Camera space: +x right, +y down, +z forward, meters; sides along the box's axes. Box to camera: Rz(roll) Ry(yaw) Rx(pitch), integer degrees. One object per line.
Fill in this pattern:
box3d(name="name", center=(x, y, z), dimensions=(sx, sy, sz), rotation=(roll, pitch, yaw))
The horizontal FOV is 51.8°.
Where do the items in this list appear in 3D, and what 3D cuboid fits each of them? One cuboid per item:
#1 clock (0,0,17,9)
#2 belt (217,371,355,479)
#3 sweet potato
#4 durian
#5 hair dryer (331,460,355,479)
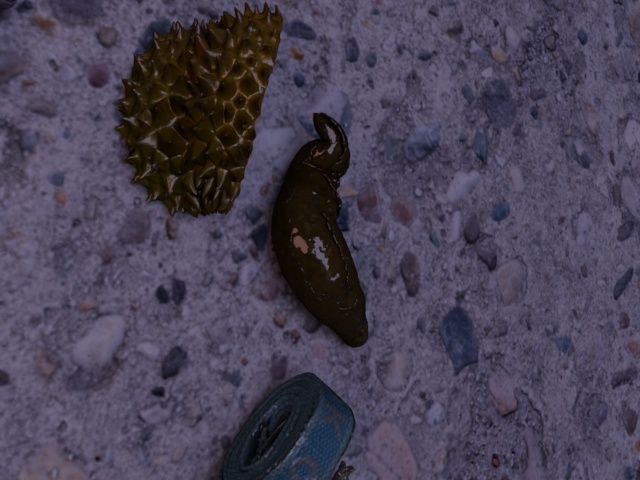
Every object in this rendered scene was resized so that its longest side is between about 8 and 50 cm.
box3d(name="clock", center=(-0.379, -0.217, 0.602), dimensions=(0.176, 0.080, 0.117), rotation=(19, 74, -42))
box3d(name="belt", center=(-0.037, 0.236, 0.743), dimensions=(0.163, 0.147, 0.082), rotation=(-42, 107, 1))
box3d(name="sweet potato", center=(-0.003, -0.002, 0.820), dimensions=(0.124, 0.098, 0.310), rotation=(-13, 95, -40))
box3d(name="durian", center=(-0.137, -0.161, 0.747), dimensions=(0.186, 0.154, 0.260), rotation=(1, 75, -8))
box3d(name="hair dryer", center=(0.019, 0.345, 0.760), dimensions=(0.206, 0.075, 0.237), rotation=(-5, 118, -38))
